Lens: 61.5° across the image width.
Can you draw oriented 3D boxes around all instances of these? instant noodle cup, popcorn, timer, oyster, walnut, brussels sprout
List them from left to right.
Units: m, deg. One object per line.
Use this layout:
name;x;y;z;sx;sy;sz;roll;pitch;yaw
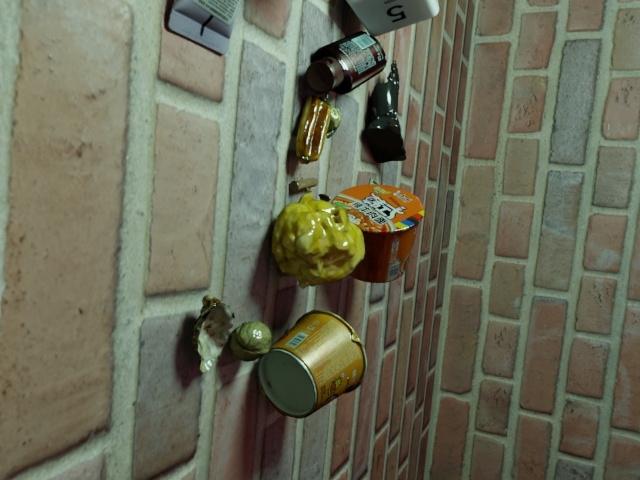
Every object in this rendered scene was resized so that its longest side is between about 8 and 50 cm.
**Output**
oyster;-0.199;0.159;0.963;0.103;0.051;0.148;-32;141;-63
walnut;-0.139;0.201;1.075;0.092;0.092;0.092;7;90;-66
instant noodle cup;-0.028;0.285;1.210;0.172;0.216;0.215;-25;119;-52
popcorn;0.001;0.002;1.202;0.253;0.190;0.191;-52;149;-55
brussels sprout;0.020;-0.294;1.324;0.085;0.058;0.085;-46;151;-35
instant noodle cup;0.153;-0.014;1.487;0.250;0.251;0.192;-51;149;-49
timer;0.172;-0.660;1.340;0.195;0.194;0.192;16;64;-67

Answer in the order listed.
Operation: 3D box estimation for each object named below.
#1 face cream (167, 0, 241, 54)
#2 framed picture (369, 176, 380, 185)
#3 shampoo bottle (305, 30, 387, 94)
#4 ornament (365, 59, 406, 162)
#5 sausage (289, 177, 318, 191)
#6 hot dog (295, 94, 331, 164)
face cream;-0.159;-0.451;0.859;0.154;0.096;0.273;-6;115;-68
framed picture;0.187;-0.120;1.790;0.183;0.011;0.141;22;76;-65
shampoo bottle;0.064;-0.433;1.321;0.129;0.084;0.323;52;38;-9
ornament;0.215;-0.406;1.687;0.251;0.106;0.260;59;35;-64
sausage;-0.037;-0.134;1.276;0.116;0.026;0.026;-24;118;-63
hot dog;-0.020;-0.259;1.237;0.072;0.055;0.188;29;61;-31
